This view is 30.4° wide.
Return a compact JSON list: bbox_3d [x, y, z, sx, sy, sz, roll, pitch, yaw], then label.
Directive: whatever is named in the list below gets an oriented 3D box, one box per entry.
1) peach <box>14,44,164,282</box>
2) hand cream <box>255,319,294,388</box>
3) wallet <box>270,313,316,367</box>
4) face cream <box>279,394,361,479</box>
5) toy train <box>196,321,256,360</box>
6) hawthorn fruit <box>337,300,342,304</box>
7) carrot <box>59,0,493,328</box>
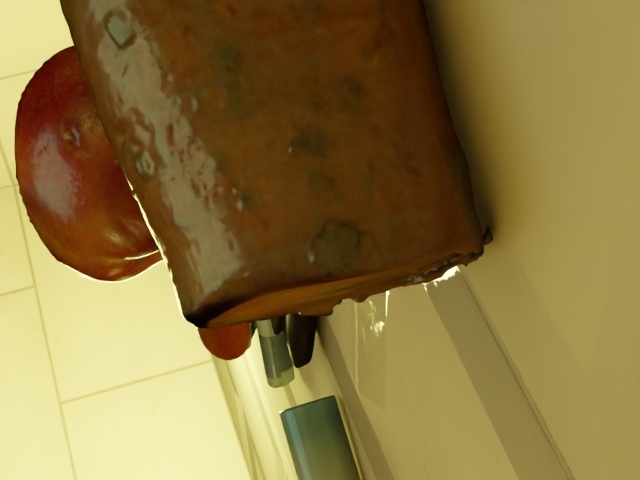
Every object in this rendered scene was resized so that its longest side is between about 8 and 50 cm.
[{"bbox_3d":[-0.319,-0.135,1.986,0.335,0.310,0.405,-3,-91,-62],"label":"peach"},{"bbox_3d":[-0.079,0.097,1.748,0.079,0.048,0.255,-121,19,-66],"label":"hand cream"},{"bbox_3d":[-0.042,0.031,1.455,0.229,0.049,0.182,95,161,-58],"label":"wallet"},{"bbox_3d":[0.018,0.322,1.461,0.077,0.077,0.250,131,123,-78],"label":"face cream"},{"bbox_3d":[-0.147,0.091,1.848,0.285,0.116,0.177,-83,-26,-83],"label":"toy train"},{"bbox_3d":[-0.013,-0.012,0.972,0.203,0.163,0.162,63,174,-20],"label":"hawthorn fruit"},{"bbox_3d":[-0.042,-0.122,0.724,0.224,0.224,0.340,134,121,-78],"label":"carrot"}]
